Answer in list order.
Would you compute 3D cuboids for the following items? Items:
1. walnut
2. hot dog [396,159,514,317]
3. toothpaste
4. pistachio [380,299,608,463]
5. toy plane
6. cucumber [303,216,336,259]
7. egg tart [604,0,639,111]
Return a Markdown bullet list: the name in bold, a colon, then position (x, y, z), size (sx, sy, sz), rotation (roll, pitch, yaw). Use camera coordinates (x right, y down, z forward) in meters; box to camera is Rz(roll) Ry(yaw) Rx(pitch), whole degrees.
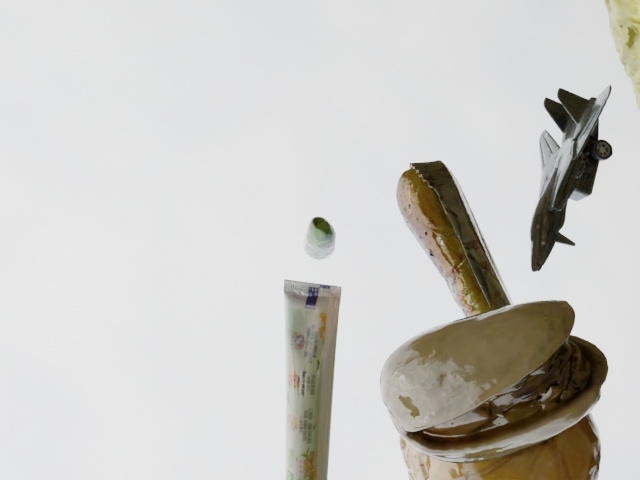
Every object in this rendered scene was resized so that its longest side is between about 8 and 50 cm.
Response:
- **walnut**: position (0.174, 0.211, 1.237), size (0.193, 0.226, 0.193), rotation (6, -104, -24)
- **hot dog**: position (0.181, 0.019, 1.617), size (0.270, 0.082, 0.162), rotation (65, -168, 3)
- **toothpaste**: position (-0.016, 0.206, 1.495), size (0.058, 0.314, 0.056), rotation (0, -172, -16)
- **pistachio**: position (0.147, 0.121, 1.080), size (0.129, 0.206, 0.131), rotation (50, -148, -25)
- **toy plane**: position (0.341, -0.076, 1.703), size (0.088, 0.212, 0.267), rotation (15, -106, -13)
- **cucumber**: position (0.000, 0.000, 2.115), size (0.056, 0.056, 0.250), rotation (49, 173, 6)
- **egg tart**: position (0.254, -0.070, 0.631), size (0.345, 0.133, 0.345), rotation (-21, -90, -83)
